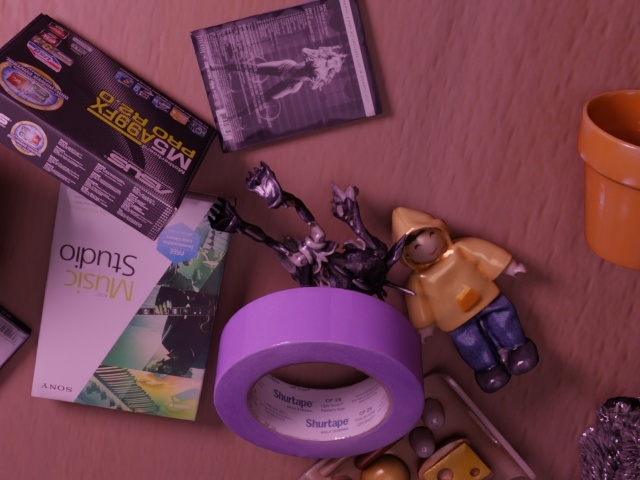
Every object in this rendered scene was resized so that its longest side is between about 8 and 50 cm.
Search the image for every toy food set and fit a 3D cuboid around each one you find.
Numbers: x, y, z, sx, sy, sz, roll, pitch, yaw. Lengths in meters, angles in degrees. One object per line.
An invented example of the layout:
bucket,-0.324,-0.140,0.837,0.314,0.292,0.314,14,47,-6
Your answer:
toy food set,0.135,0.363,1.412,0.306,0.092,0.220,-40,104,8

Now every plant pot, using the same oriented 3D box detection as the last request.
plant pot,0.430,-0.072,1.269,0.205,0.205,0.188,1,122,-4

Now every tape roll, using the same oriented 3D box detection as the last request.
tape roll,-0.001,0.182,1.287,0.275,0.090,0.275,1,136,1

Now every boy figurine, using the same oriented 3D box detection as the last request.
boy figurine,0.196,0.065,1.335,0.177,0.092,0.285,-31,108,8

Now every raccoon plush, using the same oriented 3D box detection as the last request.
raccoon plush,0.486,0.424,1.347,0.216,0.299,0.446,12,105,-8

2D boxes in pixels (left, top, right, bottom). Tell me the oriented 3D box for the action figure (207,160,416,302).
action figure,0.000,0.000,1.265,0.276,0.141,0.164,33,110,-28

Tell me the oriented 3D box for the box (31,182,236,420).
box,-0.256,0.078,1.322,0.232,0.058,0.322,10,106,-6

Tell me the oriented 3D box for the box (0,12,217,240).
box,-0.272,-0.143,1.173,0.270,0.216,0.060,34,120,-11

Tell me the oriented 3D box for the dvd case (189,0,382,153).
dvd case,-0.043,-0.220,1.273,0.221,0.018,0.164,-14,105,1

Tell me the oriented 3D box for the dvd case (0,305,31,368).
dvd case,-0.545,0.158,1.339,0.179,0.029,0.238,41,99,-13
